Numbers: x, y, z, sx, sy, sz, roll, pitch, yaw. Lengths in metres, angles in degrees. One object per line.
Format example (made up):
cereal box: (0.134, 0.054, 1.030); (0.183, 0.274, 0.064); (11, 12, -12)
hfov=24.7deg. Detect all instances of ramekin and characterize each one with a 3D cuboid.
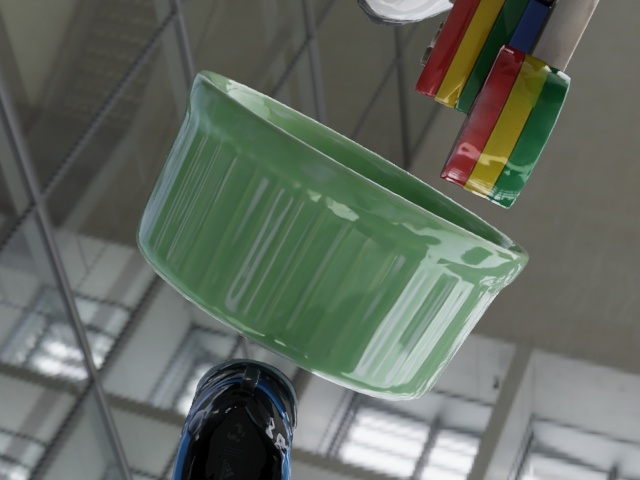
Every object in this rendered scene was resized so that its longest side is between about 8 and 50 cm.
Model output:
ramekin: (0.000, 0.000, 1.172); (0.303, 0.303, 0.148); (34, -81, 32)

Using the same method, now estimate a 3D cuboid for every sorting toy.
sorting toy: (0.081, -0.107, 0.544); (0.046, 0.132, 0.274); (25, -163, 2)

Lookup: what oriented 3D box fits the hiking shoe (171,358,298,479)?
hiking shoe: (-0.083, 0.239, 1.077); (0.113, 0.132, 0.304); (5, -91, 2)

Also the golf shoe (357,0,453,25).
golf shoe: (0.099, -0.184, 0.783); (0.198, 0.077, 0.094); (-35, -169, 8)
